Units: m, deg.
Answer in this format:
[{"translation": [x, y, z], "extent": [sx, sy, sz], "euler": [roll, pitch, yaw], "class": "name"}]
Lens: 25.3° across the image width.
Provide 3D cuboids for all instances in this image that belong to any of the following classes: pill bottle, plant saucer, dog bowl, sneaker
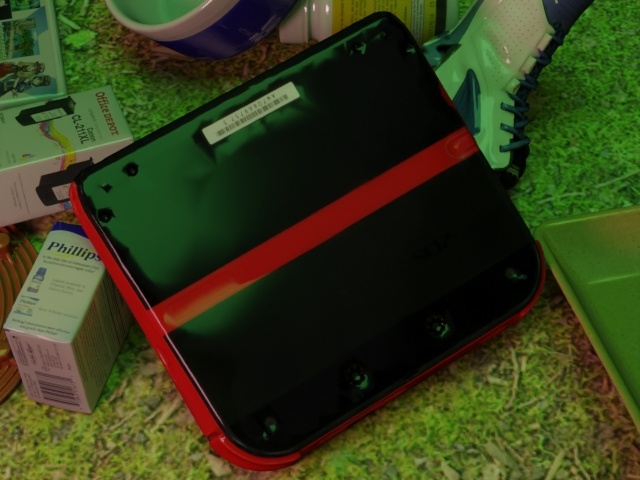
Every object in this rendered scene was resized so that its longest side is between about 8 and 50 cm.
[{"translation": [0.056, -0.281, 1.676], "extent": [0.208, 0.119, 0.119], "euler": [0, 52, 0], "class": "pill bottle"}, {"translation": [0.410, 0.082, 1.383], "extent": [0.332, 0.081, 0.333], "euler": [-10, 37, -7], "class": "plant saucer"}, {"translation": [-0.129, -0.346, 1.646], "extent": [0.265, 0.104, 0.265], "euler": [-15, 66, 36], "class": "dog bowl"}, {"translation": [0.195, -0.160, 1.549], "extent": [0.315, 0.127, 0.182], "euler": [-36, 77, 13], "class": "sneaker"}]

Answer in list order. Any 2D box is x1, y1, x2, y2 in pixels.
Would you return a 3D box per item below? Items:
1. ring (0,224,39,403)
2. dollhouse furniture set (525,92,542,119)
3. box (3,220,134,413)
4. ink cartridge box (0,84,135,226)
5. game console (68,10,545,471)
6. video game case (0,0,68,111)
[{"translation": [-0.446, 0.073, 1.455], "extent": [0.336, 0.032, 0.337], "euler": [0, 53, 0], "class": "ring"}, {"translation": [0.206, -0.178, 1.666], "extent": [0.114, 0.091, 0.081], "euler": [56, 26, 10], "class": "dollhouse furniture set"}, {"translation": [-0.242, 0.075, 1.393], "extent": [0.072, 0.126, 0.137], "euler": [11, 52, 11], "class": "box"}, {"translation": [-0.291, -0.093, 1.541], "extent": [0.175, 0.072, 0.127], "euler": [-16, 37, -12], "class": "ink cartridge box"}, {"translation": [0.000, 0.000, 1.388], "extent": [0.386, 0.060, 0.342], "euler": [-30, 85, -16], "class": "game console"}, {"translation": [-0.468, -0.255, 1.710], "extent": [0.300, 0.036, 0.329], "euler": [-10, 52, -7], "class": "video game case"}]
